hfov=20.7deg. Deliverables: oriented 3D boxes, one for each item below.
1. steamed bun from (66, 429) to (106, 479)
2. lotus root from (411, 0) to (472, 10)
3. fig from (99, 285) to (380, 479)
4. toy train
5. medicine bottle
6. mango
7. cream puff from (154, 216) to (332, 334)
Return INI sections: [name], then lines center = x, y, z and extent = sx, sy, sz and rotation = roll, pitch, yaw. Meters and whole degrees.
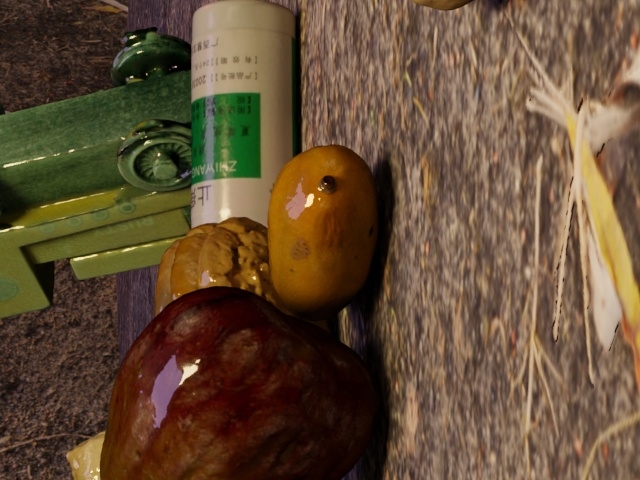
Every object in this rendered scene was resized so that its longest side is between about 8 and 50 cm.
[steamed bun]
center = -0.109, 0.195, 1.411
extent = 0.192, 0.177, 0.106
rotation = 12, 87, 45
[lotus root]
center = 0.064, -0.153, 0.860
extent = 0.150, 0.062, 0.073
rotation = 149, 121, -76
[fig]
center = -0.086, 0.147, 1.178
extent = 0.274, 0.170, 0.145
rotation = -49, 45, 25
[toy train]
center = -0.240, -0.057, 1.762
extent = 0.253, 0.397, 0.160
rotation = 71, -173, -51
[medicine bottle]
center = -0.064, -0.070, 1.491
extent = 0.095, 0.095, 0.260
rotation = 136, 133, -76
[mango]
center = 0.000, 0.000, 1.176
extent = 0.190, 0.075, 0.098
rotation = 99, -173, -65
[cream puff]
center = -0.055, 0.074, 1.318
extent = 0.189, 0.129, 0.189
rotation = -8, -90, -85
